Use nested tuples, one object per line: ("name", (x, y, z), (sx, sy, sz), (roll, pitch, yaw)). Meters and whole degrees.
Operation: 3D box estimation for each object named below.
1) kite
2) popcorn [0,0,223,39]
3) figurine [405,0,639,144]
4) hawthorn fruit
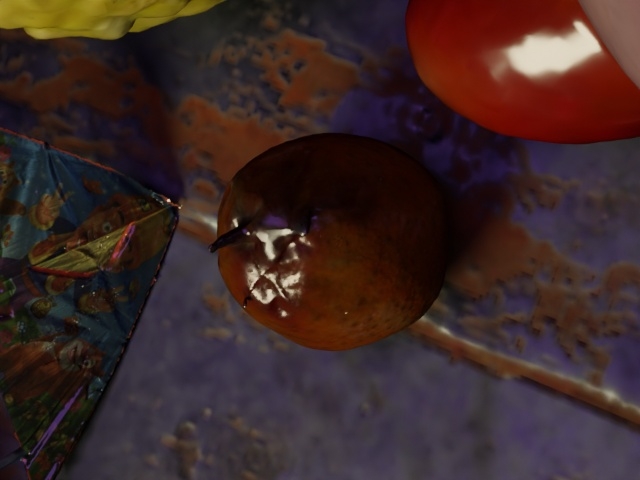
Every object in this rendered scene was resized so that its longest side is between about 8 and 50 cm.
("kite", (-0.126, 0.017, 0.762), (0.160, 0.010, 0.183), (-24, 111, -15))
("popcorn", (-0.109, -0.168, 0.723), (0.226, 0.203, 0.200), (-28, 114, -6))
("figurine", (0.170, -0.116, 0.587), (0.211, 0.261, 0.269), (-29, 51, -20))
("hawthorn fruit", (0.000, 0.000, 0.705), (0.081, 0.093, 0.081), (-1, 87, 24))
